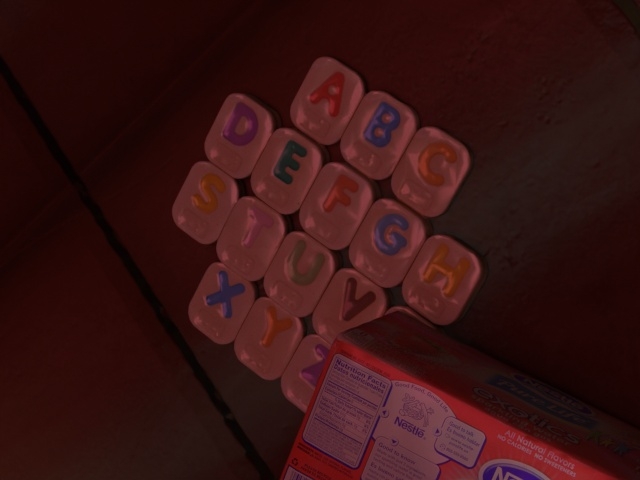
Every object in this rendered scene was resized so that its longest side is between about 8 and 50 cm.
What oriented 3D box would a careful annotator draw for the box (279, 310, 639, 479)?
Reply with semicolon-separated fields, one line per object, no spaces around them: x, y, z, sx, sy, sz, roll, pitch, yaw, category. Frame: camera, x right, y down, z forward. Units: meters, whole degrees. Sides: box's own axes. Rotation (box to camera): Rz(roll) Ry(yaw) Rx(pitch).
0.137;0.188;1.028;0.300;0.142;0.154;25;105;19;box

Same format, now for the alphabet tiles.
0.000;0.000;1.166;0.284;0.021;0.278;36;109;21;alphabet tiles
